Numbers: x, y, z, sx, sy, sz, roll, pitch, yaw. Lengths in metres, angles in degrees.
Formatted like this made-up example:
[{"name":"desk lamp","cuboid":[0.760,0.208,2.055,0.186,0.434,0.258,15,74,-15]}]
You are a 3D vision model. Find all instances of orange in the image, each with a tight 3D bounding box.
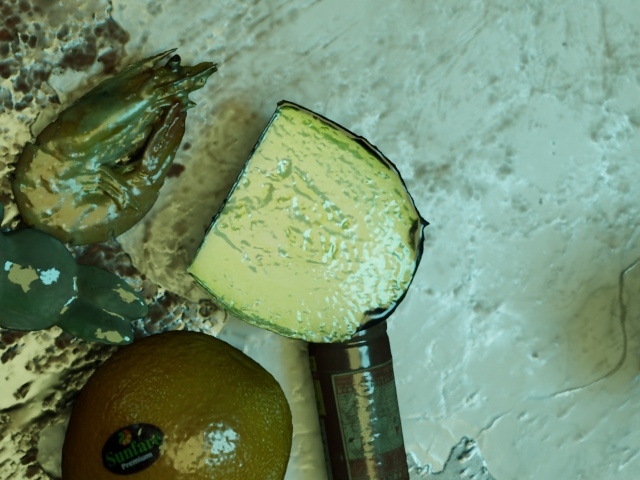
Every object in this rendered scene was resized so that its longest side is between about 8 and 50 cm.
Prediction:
[{"name":"orange","cuboid":[-0.124,0.178,1.687,0.206,0.206,0.206,-1,95,-14]}]

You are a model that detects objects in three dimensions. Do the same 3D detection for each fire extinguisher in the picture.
[{"name":"fire extinguisher","cuboid":[0.048,0.191,1.773,0.075,0.106,0.252,-12,97,-33]}]

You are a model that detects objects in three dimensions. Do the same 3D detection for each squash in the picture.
[{"name":"squash","cuboid":[-0.008,-0.002,1.752,0.184,0.085,0.192,31,84,-11]}]

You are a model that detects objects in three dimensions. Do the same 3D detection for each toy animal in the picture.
[{"name":"toy animal","cuboid":[-0.273,0.030,1.674,0.251,0.125,0.127,24,116,-13]}]

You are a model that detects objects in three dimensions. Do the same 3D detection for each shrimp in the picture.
[{"name":"shrimp","cuboid":[-0.170,-0.082,1.725,0.217,0.051,0.115,-42,109,-9]}]
